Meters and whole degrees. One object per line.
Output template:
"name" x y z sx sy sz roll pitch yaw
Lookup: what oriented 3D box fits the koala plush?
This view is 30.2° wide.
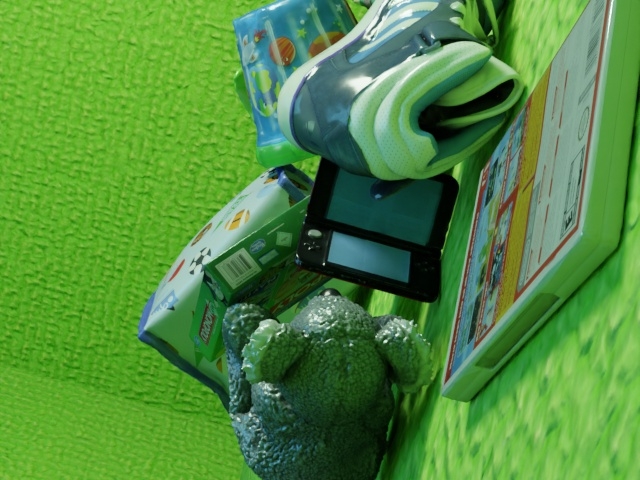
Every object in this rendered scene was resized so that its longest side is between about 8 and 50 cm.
"koala plush" 0.008 0.128 1.108 0.221 0.196 0.203 113 160 -62

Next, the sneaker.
"sneaker" 0.133 -0.170 1.123 0.323 0.130 0.236 -41 34 -23

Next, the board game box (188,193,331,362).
"board game box" 0.000 0.000 1.325 0.317 0.046 0.213 -34 -15 -23

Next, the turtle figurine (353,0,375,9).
"turtle figurine" 0.144 -0.365 1.699 0.175 0.118 0.234 -33 0 -8

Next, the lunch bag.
"lunch bag" -0.096 0.050 1.857 0.328 0.239 0.385 -45 13 4

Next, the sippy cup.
"sippy cup" -0.017 -0.251 1.756 0.224 0.305 0.240 69 -158 -9

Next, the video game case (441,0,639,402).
"video game case" 0.145 -0.027 0.801 0.285 0.025 0.204 113 172 -63

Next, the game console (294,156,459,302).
"game console" 0.057 -0.018 1.160 0.124 0.144 0.085 -78 3 -61
